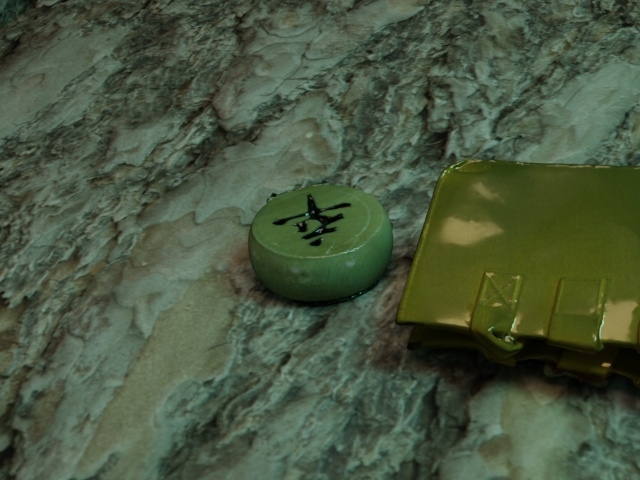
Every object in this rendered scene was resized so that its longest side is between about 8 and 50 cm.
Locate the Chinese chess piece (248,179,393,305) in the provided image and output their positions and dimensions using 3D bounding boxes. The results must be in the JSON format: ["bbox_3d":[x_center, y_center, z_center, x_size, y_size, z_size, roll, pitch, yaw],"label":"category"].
[{"bbox_3d":[0.000,0.000,1.385,0.189,0.083,0.188,-5,33,3],"label":"Chinese chess piece"}]

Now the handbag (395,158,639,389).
[{"bbox_3d":[0.307,0.044,1.217,0.401,0.133,0.283,6,42,21],"label":"handbag"}]
